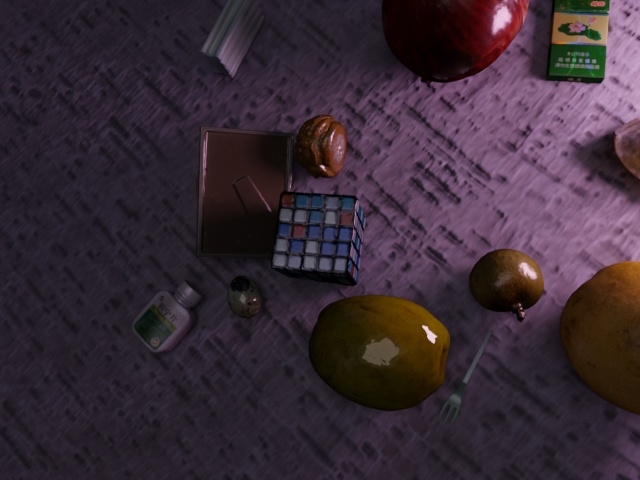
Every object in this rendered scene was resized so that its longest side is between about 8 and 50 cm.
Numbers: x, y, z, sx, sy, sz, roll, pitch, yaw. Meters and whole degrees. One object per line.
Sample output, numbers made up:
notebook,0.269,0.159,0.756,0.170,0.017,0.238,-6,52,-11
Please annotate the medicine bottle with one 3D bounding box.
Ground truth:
medicine bottle,-0.377,0.187,1.420,0.119,0.069,0.183,42,87,17

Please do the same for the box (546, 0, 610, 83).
box,0.633,-0.503,1.389,0.132,0.034,0.235,7,80,12

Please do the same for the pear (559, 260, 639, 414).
pear,0.643,0.192,1.117,0.314,0.314,0.314,-2,79,10

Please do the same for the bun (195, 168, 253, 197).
bun,-0.223,-0.157,1.429,0.222,0.127,0.222,-2,76,9

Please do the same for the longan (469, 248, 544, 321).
longan,0.413,0.100,1.250,0.155,0.145,0.176,-22,49,21

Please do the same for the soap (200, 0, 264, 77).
soap,-0.232,-0.553,1.512,0.066,0.119,0.198,26,85,14

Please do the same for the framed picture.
framed picture,-0.182,-0.113,1.376,0.232,0.024,0.315,2,94,-17

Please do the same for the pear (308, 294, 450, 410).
pear,0.122,0.237,1.233,0.307,0.253,0.253,12,81,19

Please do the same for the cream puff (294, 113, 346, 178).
cream puff,-0.003,-0.231,1.392,0.115,0.150,0.165,14,120,23

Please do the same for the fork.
fork,0.338,0.310,1.291,0.039,0.021,0.235,28,84,10

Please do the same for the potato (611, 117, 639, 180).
potato,0.825,-0.194,1.268,0.264,0.211,0.189,-1,118,41

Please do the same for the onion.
onion,0.304,-0.523,1.312,0.341,0.341,0.341,-2,79,10

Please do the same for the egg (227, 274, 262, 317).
egg,-0.187,0.137,1.386,0.085,0.085,0.110,-17,70,7

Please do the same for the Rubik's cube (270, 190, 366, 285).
Rubik's cube,0.000,0.000,1.329,0.182,0.187,0.184,5,77,12
